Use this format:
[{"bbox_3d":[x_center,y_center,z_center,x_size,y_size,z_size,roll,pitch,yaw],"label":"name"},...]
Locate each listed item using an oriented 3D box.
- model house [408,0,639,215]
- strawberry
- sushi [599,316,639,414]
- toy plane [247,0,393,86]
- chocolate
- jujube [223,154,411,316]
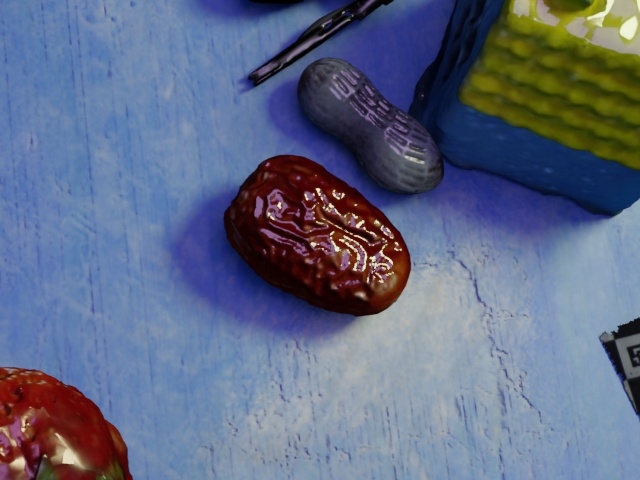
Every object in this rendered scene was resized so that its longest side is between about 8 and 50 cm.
[{"bbox_3d":[0.240,-0.170,1.441,0.237,0.303,0.215,19,80,-7],"label":"model house"},{"bbox_3d":[-0.293,0.202,1.256,0.277,0.257,0.257,35,68,27],"label":"strawberry"},{"bbox_3d":[0.392,0.131,1.471,0.040,0.210,0.193,-14,77,-54],"label":"sushi"},{"bbox_3d":[0.054,-0.308,1.536,0.381,0.106,0.155,-35,91,-19],"label":"toy plane"},{"bbox_3d":[0.048,-0.106,1.493,0.167,0.072,0.072,44,70,0],"label":"chocolate"},{"bbox_3d":[0.000,0.000,1.435,0.176,0.109,0.112,34,104,-6],"label":"jujube"}]
